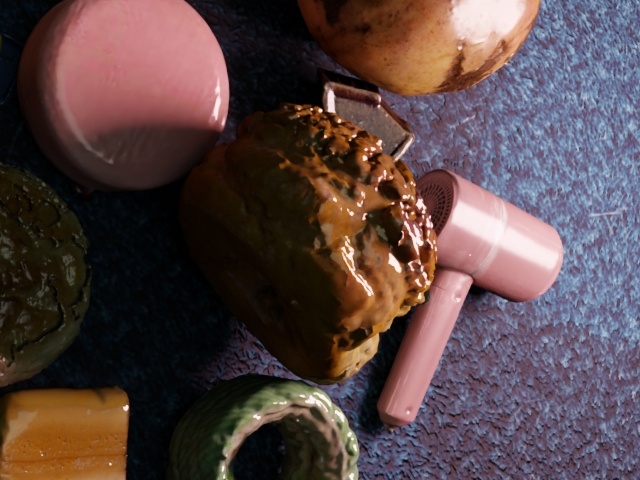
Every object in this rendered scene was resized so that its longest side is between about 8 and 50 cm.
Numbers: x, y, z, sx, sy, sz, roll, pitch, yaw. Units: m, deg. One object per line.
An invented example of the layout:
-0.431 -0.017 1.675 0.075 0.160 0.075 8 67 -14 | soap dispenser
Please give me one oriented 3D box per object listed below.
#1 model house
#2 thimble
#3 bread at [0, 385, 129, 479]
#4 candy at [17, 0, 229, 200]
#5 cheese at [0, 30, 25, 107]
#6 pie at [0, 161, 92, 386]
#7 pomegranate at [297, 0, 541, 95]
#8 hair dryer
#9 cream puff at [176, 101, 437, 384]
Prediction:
0.039 -0.156 1.590 0.106 0.165 0.152 -41 105 6 | model house
-0.074 0.270 1.498 0.219 0.150 0.218 0 89 -32 | thimble
-0.298 0.230 1.401 0.173 0.085 0.134 4 91 -32 | bread
-0.228 -0.170 1.441 0.255 0.094 0.255 0 90 -33 | candy
-0.433 -0.241 1.334 0.270 0.069 0.177 35 71 -38 | cheese
-0.377 0.040 1.375 0.274 0.055 0.274 1 88 -36 | pie
0.123 -0.332 1.551 0.322 0.322 0.322 0 89 -31 | pomegranate
0.173 0.102 1.684 0.210 0.125 0.352 25 87 -30 | hair dryer
0.000 0.000 1.437 0.231 0.327 0.343 -40 129 -21 | cream puff
